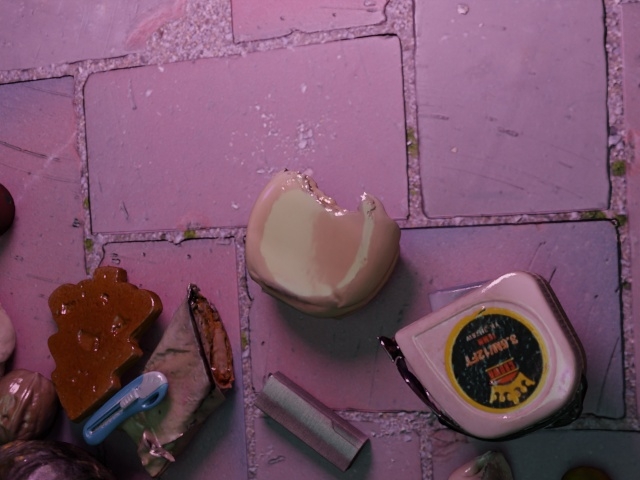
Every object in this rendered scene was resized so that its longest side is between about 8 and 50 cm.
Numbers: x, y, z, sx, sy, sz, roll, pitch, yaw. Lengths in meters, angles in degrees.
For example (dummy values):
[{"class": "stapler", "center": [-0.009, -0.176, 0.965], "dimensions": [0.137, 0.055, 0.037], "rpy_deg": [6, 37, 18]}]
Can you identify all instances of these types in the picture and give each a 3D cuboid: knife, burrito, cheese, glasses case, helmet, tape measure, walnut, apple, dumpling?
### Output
[{"class": "knife", "center": [-0.358, 0.306, 1.508], "dimensions": [0.222, 0.031, 0.064], "rpy_deg": [-38, 72, 21]}, {"class": "burrito", "center": [-0.256, 0.266, 1.530], "dimensions": [0.175, 0.107, 0.348], "rpy_deg": [34, 103, 8]}, {"class": "cheese", "center": [0.000, 0.000, 1.408], "dimensions": [0.266, 0.127, 0.233], "rpy_deg": [30, 102, 15]}, {"class": "glasses case", "center": [-0.018, 0.321, 1.472], "dimensions": [0.205, 0.047, 0.071], "rpy_deg": [34, 102, 16]}, {"class": "helmet", "center": [-0.685, -0.059, 1.672], "dimensions": [0.175, 0.106, 0.155], "rpy_deg": [-16, 85, 23]}, {"class": "tape measure", "center": [0.253, 0.193, 1.239], "dimensions": [0.271, 0.133, 0.232], "rpy_deg": [-29, 75, 21]}, {"class": "walnut", "center": [-0.591, 0.336, 1.643], "dimensions": [0.140, 0.140, 0.162], "rpy_deg": [17, 83, 19]}, {"class": "apple", "center": [0.417, 0.399, 1.299], "dimensions": [0.089, 0.074, 0.090], "rpy_deg": [11, 117, 22]}, {"class": "dumpling", "center": [0.252, 0.436, 1.342], "dimensions": [0.199, 0.136, 0.118], "rpy_deg": [-52, 39, -5]}]

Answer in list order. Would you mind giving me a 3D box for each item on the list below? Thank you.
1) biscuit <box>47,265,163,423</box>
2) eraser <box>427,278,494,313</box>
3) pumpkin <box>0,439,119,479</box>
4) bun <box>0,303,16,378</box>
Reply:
[{"class": "biscuit", "center": [-0.432, 0.196, 1.584], "dimensions": [0.278, 0.043, 0.302], "rpy_deg": [7, 77, 30]}, {"class": "eraser", "center": [0.278, 0.179, 1.336], "dimensions": [0.174, 0.081, 0.227], "rpy_deg": [-13, 88, 19]}, {"class": "pumpkin", "center": [-0.526, 0.593, 1.517], "dimensions": [0.454, 0.344, 0.455], "rpy_deg": [0, 91, 23]}, {"class": "bun", "center": [-0.812, 0.226, 1.673], "dimensions": [0.365, 0.219, 0.366], "rpy_deg": [-2, 86, 22]}]
